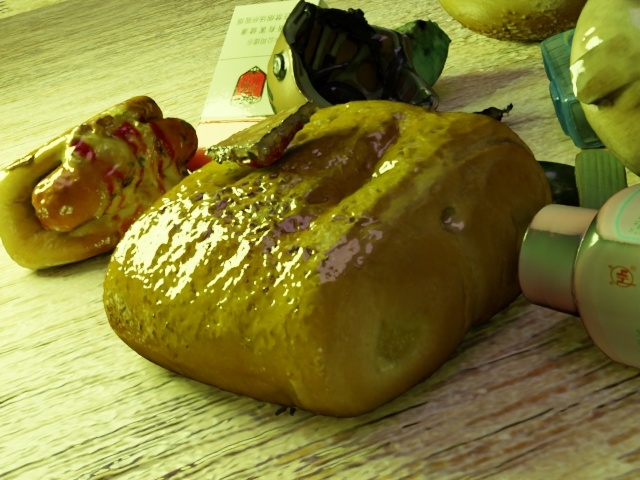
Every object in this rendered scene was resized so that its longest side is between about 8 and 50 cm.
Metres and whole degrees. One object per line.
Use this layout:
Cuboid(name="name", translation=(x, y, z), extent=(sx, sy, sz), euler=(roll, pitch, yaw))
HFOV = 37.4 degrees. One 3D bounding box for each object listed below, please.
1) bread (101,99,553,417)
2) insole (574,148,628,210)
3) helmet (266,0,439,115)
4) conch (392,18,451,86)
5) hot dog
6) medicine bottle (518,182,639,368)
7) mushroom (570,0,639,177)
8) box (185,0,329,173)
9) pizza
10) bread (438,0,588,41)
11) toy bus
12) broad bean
Cuboid(name="bread", translation=(-0.002, -0.007, 0.814), extent=(0.337, 0.148, 0.328), euler=(12, 36, 43))
Cuboid(name="insole", translation=(0.250, -0.025, 0.837), extent=(0.064, 0.004, 0.188), euler=(5, 43, 8))
Cuboid(name="helmet", translation=(0.023, -0.161, 1.082), extent=(0.198, 0.130, 0.224), euler=(11, 50, -23))
Cuboid(name="conch", translation=(0.064, -0.231, 1.255), extent=(0.188, 0.122, 0.176), euler=(8, 19, 33))
Cuboid(name="hot dog", translation=(-0.237, -0.072, 1.073), extent=(0.153, 0.150, 0.257), euler=(-4, 27, 42))
Cuboid(name="medicine bottle", translation=(0.239, 0.027, 0.658), extent=(0.188, 0.119, 0.094), euler=(13, 41, 41))
Cuboid(name="mushroom", translation=(0.338, -0.150, 0.869), extent=(0.255, 0.255, 0.184), euler=(-24, -7, -20))
Cuboid(name="box", translation=(-0.078, -0.193, 1.194), extent=(0.139, 0.035, 0.245), euler=(4, 67, 31))
Cuboid(name="pizza", translation=(-0.057, -0.083, 0.819), extent=(0.099, 0.029, 0.100), euler=(-13, 21, 36))
Cuboid(name="bread", translation=(0.316, -0.369, 1.342), extent=(0.314, 0.171, 0.192), euler=(-9, 29, 12))
Cuboid(name="toy bus", translation=(0.310, -0.179, 1.088), extent=(0.094, 0.079, 0.236), euler=(-24, 23, 18))
Cuboid(name="broad bean", translation=(0.185, -0.090, 0.996), extent=(0.144, 0.049, 0.292), euler=(-14, 25, -7))
